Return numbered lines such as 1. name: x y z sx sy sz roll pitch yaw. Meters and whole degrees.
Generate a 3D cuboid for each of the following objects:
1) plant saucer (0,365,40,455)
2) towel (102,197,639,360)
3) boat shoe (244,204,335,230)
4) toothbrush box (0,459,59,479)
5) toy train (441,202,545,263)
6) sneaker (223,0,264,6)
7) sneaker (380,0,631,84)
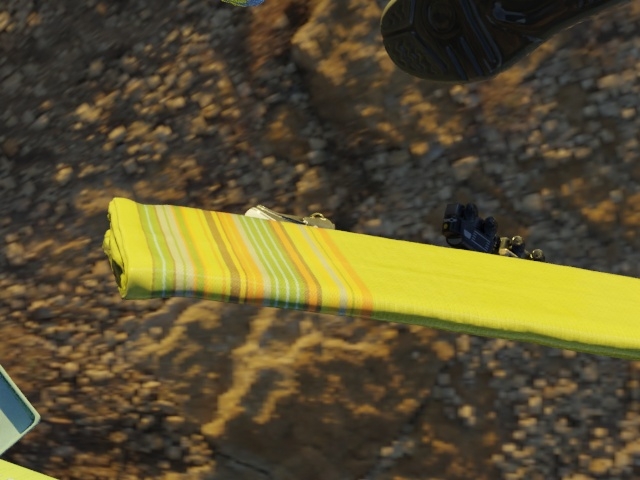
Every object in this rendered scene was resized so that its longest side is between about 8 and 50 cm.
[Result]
1. plant saucer: -0.251 0.065 1.020 0.067 0.018 0.192 -41 68 -2
2. towel: 0.037 0.021 0.614 0.237 0.102 0.021 8 104 -12
3. boat shoe: 0.000 0.000 1.434 0.142 0.049 0.040 27 82 -12
4. toothbrush box: -0.251 0.306 1.326 0.283 0.122 0.206 17 100 19
5. toy train: 0.145 0.021 1.189 0.158 0.027 0.036 32 67 -33
6. sneaker: -0.100 -0.216 1.011 0.188 0.067 0.078 31 90 10
7. sneaker: 0.153 -0.178 1.125 0.130 0.227 0.087 -32 96 -52
